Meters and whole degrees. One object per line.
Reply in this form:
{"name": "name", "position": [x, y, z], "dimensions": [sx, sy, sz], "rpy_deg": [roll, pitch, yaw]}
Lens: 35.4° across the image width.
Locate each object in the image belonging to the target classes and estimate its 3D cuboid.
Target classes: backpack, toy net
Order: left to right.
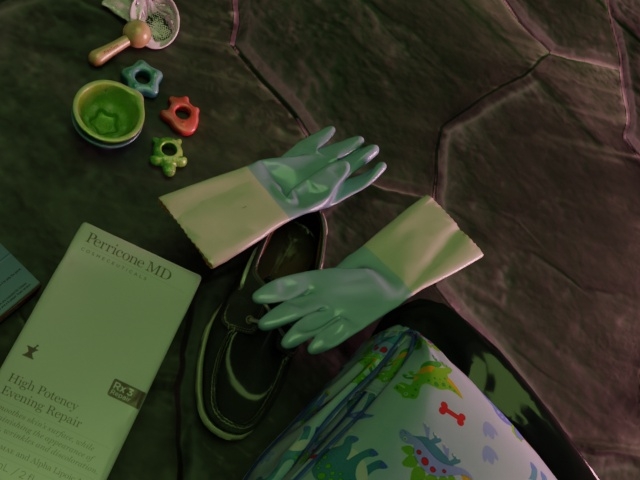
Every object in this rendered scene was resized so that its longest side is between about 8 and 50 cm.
{"name": "toy net", "position": [-0.172, -0.180, 1.005], "dimensions": [0.122, 0.045, 0.232], "rpy_deg": [13, 61, -14]}
{"name": "backpack", "position": [0.052, 0.246, 0.782], "dimensions": [0.355, 0.273, 0.290], "rpy_deg": [-36, 87, -19]}

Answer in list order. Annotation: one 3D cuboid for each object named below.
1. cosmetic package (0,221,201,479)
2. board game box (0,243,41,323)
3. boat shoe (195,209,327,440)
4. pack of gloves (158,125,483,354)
{"name": "cosmetic package", "position": [-0.199, 0.112, 0.831], "dimensions": [0.117, 0.085, 0.231], "rpy_deg": [25, 60, -8]}
{"name": "board game box", "position": [-0.368, 0.068, 0.784], "dimensions": [0.145, 0.027, 0.281], "rpy_deg": [46, 47, -3]}
{"name": "boat shoe", "position": [-0.051, 0.067, 0.912], "dimensions": [0.084, 0.079, 0.233], "rpy_deg": [26, 61, -9]}
{"name": "pack of gloves", "position": [0.000, 0.000, 0.904], "dimensions": [0.232, 0.046, 0.195], "rpy_deg": [-27, 66, -34]}
